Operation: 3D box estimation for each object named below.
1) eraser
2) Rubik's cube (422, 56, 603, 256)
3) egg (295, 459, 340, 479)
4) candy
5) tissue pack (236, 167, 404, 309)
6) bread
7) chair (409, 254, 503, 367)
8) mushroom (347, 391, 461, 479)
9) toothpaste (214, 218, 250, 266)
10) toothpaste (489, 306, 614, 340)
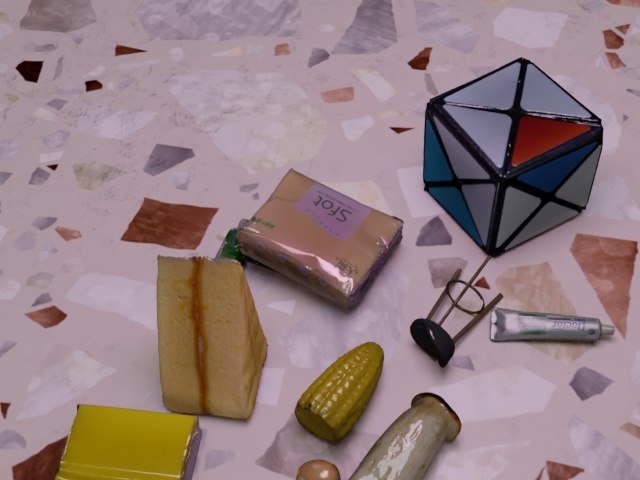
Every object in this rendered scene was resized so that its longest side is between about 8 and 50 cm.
[{"bbox_3d":[-0.317,0.362,1.634,0.226,0.069,0.158,4,50,8],"label":"eraser"},{"bbox_3d":[0.361,-0.160,1.883,0.250,0.246,0.248,-26,54,-15],"label":"Rubik's cube"},{"bbox_3d":[-0.002,0.388,1.583,0.071,0.083,0.071,8,65,-18],"label":"egg"},{"bbox_3d":[0.047,0.250,1.678,0.094,0.106,0.199,14,48,38],"label":"candy"},{"bbox_3d":[0.000,0.000,1.863,0.257,0.123,0.215,28,56,14],"label":"tissue pack"},{"bbox_3d":[-0.201,0.166,1.659,0.168,0.264,0.163,2,50,12],"label":"bread"},{"bbox_3d":[0.237,0.128,1.771,0.095,0.104,0.221,6,43,41],"label":"chair"},{"bbox_3d":[0.114,0.375,1.588,0.100,0.081,0.312,27,60,30],"label":"mushroom"},{"bbox_3d":[-0.186,0.059,1.879,0.078,0.047,0.248,11,56,17],"label":"toothpaste"},{"bbox_3d":[0.415,0.156,1.763,0.218,0.041,0.064,3,69,9],"label":"toothpaste"}]
